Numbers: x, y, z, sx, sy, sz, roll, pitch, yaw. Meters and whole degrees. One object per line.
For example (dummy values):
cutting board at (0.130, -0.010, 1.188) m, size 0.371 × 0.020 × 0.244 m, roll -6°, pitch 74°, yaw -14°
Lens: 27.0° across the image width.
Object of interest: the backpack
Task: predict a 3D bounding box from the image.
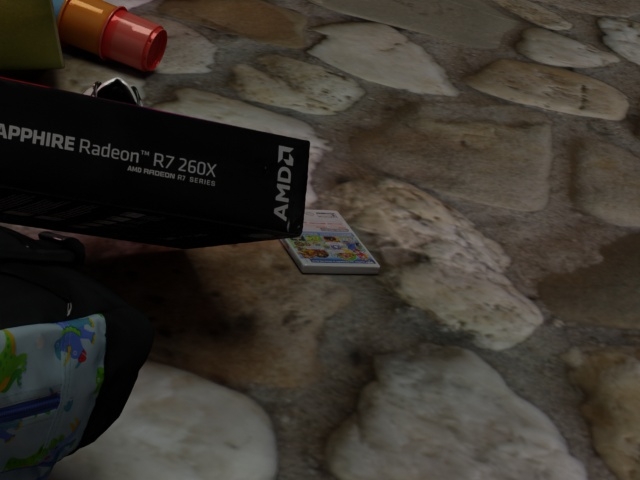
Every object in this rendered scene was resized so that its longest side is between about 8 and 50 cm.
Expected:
backpack at (-0.322, 0.086, 0.815) m, size 0.290 × 0.273 × 0.355 m, roll 23°, pitch 2°, yaw 17°

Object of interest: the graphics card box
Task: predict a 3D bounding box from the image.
graphics card box at (-0.222, -0.062, 1.137) m, size 0.371 × 0.094 × 0.233 m, roll 10°, pitch -9°, yaw -31°

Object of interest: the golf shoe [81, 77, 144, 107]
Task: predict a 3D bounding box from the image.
golf shoe at (-0.225, -0.144, 1.476) m, size 0.077 × 0.094 × 0.198 m, roll 2°, pitch 27°, yaw -22°

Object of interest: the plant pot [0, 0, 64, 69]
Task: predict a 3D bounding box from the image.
plant pot at (-0.466, -0.311, 1.536) m, size 0.293 × 0.275 × 0.275 m, roll -11°, pitch 31°, yaw -9°

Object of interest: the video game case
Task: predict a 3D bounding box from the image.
video game case at (0.000, 0.000, 1.396) m, size 0.087 × 0.011 × 0.122 m, roll 2°, pitch 28°, yaw -25°

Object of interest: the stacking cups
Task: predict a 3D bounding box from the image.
stacking cups at (-0.350, -0.308, 1.732) m, size 0.316 × 0.096 × 0.096 m, roll 19°, pitch 26°, yaw 11°
